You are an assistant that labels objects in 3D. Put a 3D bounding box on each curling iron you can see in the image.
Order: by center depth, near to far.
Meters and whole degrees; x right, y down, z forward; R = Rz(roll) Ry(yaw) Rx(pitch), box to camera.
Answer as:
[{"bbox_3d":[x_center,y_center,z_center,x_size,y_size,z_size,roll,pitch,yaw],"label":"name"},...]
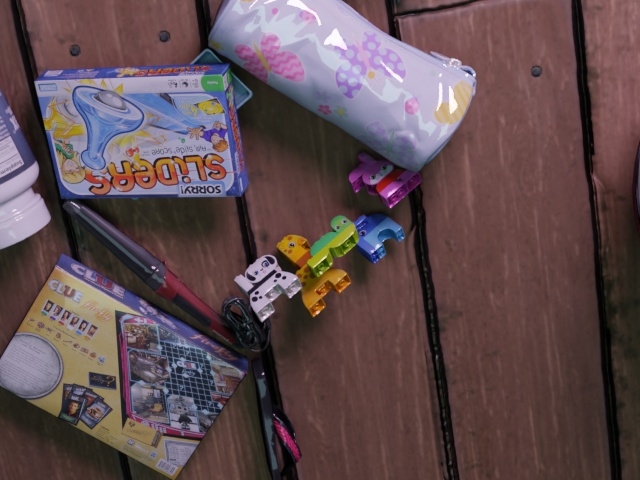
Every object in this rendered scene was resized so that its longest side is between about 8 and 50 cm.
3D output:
[{"bbox_3d":[-0.165,0.033,1.382,0.274,0.035,0.068,35,102,-12],"label":"curling iron"}]

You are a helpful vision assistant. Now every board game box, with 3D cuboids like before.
[{"bbox_3d":[-0.183,-0.111,1.295,0.201,0.035,0.136,-1,119,13],"label":"board game box"},{"bbox_3d":[-0.226,0.145,1.417,0.243,0.042,0.165,31,107,-10],"label":"board game box"}]

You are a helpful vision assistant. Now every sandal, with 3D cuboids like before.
[{"bbox_3d":[-0.046,0.218,1.433,0.040,0.067,0.179,-11,107,-8],"label":"sandal"}]

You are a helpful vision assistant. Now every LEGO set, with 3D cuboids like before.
[{"bbox_3d":[0.000,0.000,1.344,0.227,0.093,0.087,-41,144,-14],"label":"LEGO set"}]

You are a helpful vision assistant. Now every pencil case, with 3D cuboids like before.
[{"bbox_3d":[0.021,-0.180,1.263,0.273,0.113,0.124,30,135,-8],"label":"pencil case"}]

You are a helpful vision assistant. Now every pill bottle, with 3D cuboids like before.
[{"bbox_3d":[-0.355,-0.085,1.302,0.108,0.108,0.180,-21,108,7],"label":"pill bottle"}]

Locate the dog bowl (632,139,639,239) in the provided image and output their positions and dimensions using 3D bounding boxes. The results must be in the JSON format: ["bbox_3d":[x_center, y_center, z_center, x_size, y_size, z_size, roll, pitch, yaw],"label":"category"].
[{"bbox_3d":[0.489,-0.050,1.221,0.408,0.150,0.408,2,81,-11],"label":"dog bowl"}]

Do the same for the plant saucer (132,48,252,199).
[{"bbox_3d":[-0.156,-0.121,1.316,0.192,0.018,0.067,-39,105,26],"label":"plant saucer"}]
